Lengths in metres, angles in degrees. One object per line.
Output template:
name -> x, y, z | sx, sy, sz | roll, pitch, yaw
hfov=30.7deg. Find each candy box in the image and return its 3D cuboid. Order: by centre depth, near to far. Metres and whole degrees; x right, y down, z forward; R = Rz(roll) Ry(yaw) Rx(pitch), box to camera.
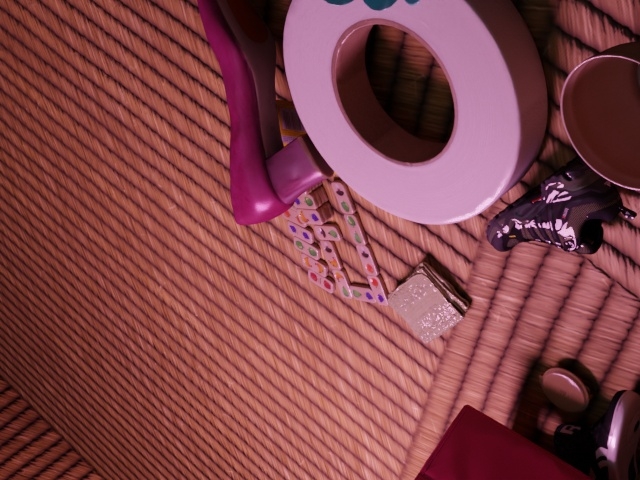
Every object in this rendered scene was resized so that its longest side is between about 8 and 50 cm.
candy box -> 0.013, -0.153, 1.754 | 0.206, 0.027, 0.105 | 11, 124, 37

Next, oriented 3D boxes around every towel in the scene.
towel -> 0.169, 0.099, 1.830 | 0.110, 0.027, 0.148 | 48, 146, 6

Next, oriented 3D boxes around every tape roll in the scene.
tape roll -> 0.115, -0.207, 1.536 | 0.392, 0.072, 0.392 | 27, 135, 30

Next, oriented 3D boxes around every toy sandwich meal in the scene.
toy sandwich meal -> 0.359, 0.215, 1.699 | 0.085, 0.029, 0.086 | 27, 136, 30

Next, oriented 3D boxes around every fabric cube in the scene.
fabric cube -> 0.283, 0.442, 1.731 | 0.258, 0.259, 0.254 | 27, 166, 35

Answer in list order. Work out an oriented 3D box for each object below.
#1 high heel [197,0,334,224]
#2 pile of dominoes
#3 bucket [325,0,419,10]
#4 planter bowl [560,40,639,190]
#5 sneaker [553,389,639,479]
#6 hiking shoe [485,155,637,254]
high heel -> -0.138, -0.212, 1.742 | 0.181, 0.127, 0.377 | -29, 82, 27
pile of dominoes -> 0.000, 0.000, 1.938 | 0.196, 0.040, 0.251 | 6, 124, 49
bucket -> 0.029, -0.402, 1.290 | 0.281, 0.183, 0.281 | 16, 167, 4
planter bowl -> 0.361, -0.150, 1.273 | 0.162, 0.109, 0.162 | 33, 142, 30
sneaker -> 0.390, 0.280, 1.670 | 0.121, 0.079, 0.217 | 26, 140, 34
hiking shoe -> 0.301, -0.018, 1.496 | 0.114, 0.086, 0.227 | 54, 147, 4
